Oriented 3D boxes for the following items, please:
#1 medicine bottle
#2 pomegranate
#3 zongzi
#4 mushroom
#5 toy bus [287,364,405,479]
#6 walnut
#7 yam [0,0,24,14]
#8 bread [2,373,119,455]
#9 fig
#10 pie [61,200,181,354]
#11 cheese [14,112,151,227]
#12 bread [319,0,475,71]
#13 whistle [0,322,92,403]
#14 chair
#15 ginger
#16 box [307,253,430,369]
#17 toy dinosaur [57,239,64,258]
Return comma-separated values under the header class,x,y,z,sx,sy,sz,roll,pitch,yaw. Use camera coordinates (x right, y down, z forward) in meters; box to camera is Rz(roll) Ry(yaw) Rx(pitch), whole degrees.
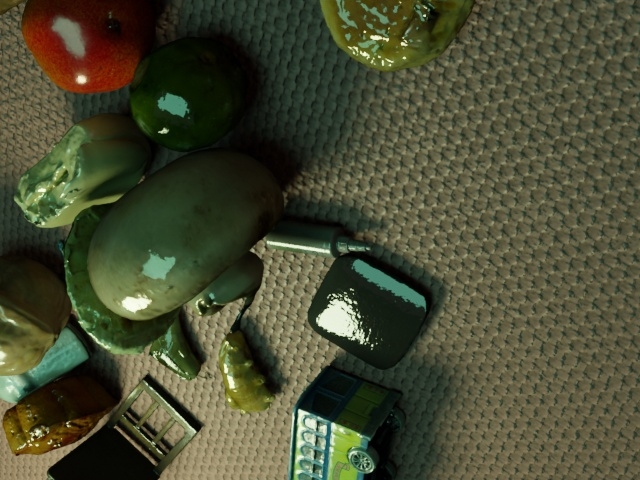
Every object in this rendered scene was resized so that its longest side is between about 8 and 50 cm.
class,x,y,z,sx,sy,sz,roll,pitch,yaw
medicine bottle,0.000,0.000,1.748,0.199,0.057,0.058,9,122,26
pomegranate,-0.398,-0.358,1.674,0.256,0.221,0.221,1,119,43
zongzi,-0.271,0.230,2.066,0.154,0.062,0.130,36,119,-1
mushroom,-0.211,0.016,1.687,0.362,0.362,0.295,-29,101,40
toy bus,0.042,0.420,1.925,0.190,0.152,0.312,18,126,20
walnut,-0.671,0.156,2.127,0.273,0.273,0.227,12,126,25
yam,-0.568,-0.470,1.753,0.238,0.129,0.128,-14,107,36
bread,-0.599,0.403,2.242,0.232,0.246,0.135,-38,79,24
fig,-0.233,-0.234,1.665,0.195,0.195,0.245,52,143,-7
pie,-0.359,0.059,1.847,0.071,0.306,0.306,-17,108,33
cheese,-0.439,-0.126,1.832,0.266,0.233,0.127,-39,84,38
bread,0.114,-0.364,1.405,0.244,0.134,0.245,15,128,21
whistle,-0.664,0.284,2.296,0.289,0.163,0.164,-32,101,2
chair,-0.479,0.530,2.254,0.203,0.240,0.416,43,132,4
ginger,-0.154,0.283,2.006,0.115,0.081,0.206,45,150,43
box,0.085,0.128,1.787,0.201,0.042,0.213,31,129,11
toy dinosaur,-0.510,0.086,2.125,0.080,0.045,0.197,-16,102,51
